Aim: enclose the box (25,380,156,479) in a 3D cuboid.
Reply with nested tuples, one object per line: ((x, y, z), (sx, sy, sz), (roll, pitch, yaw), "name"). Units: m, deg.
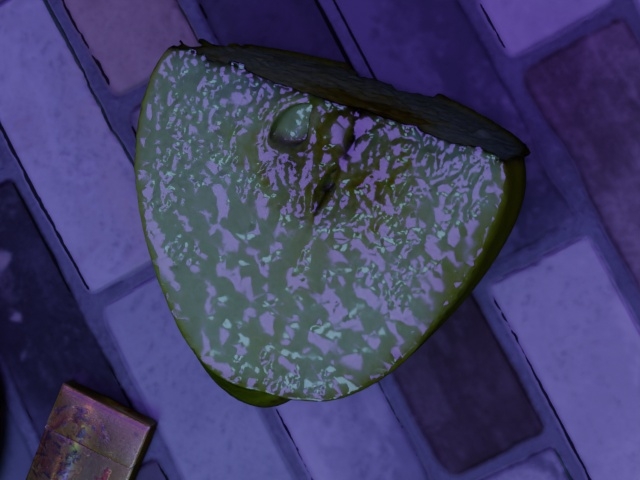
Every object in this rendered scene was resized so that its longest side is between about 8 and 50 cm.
((-0.205, 0.206, 1.023), (0.089, 0.022, 0.156), (25, 98, 10), "box")

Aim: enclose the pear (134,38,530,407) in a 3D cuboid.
((0.000, 0.000, 0.899), (0.293, 0.159, 0.292), (1, 93, 16), "pear")

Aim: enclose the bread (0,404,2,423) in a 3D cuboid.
((-0.431, 0.148, 1.025), (0.328, 0.114, 0.295), (36, 100, 10), "bread")
